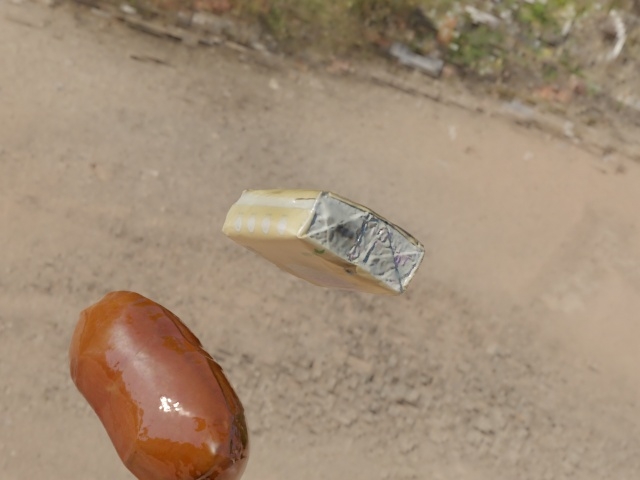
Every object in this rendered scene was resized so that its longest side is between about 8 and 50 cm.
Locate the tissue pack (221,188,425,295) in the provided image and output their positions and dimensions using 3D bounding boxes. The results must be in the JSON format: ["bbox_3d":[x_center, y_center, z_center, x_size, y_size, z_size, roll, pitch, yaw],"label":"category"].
[{"bbox_3d":[0.000,0.000,1.633,0.186,0.090,0.222,30,-14,-29],"label":"tissue pack"}]

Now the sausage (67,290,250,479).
[{"bbox_3d":[-0.158,0.151,1.263,0.133,0.133,0.258,-2,37,-40],"label":"sausage"}]
